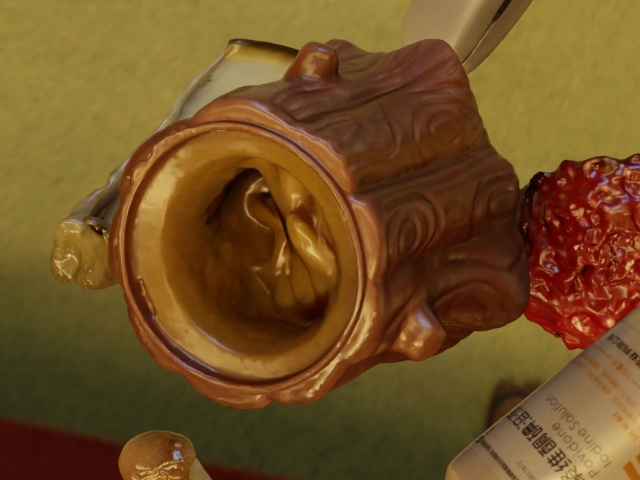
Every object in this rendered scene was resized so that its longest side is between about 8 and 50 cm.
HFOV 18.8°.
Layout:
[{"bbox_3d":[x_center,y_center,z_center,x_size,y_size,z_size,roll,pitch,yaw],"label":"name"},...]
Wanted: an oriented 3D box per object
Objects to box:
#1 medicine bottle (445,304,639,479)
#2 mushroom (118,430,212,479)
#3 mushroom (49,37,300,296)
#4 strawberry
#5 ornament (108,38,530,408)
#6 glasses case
[{"bbox_3d":[0.130,0.149,1.085,0.252,0.114,0.114,-39,97,-1],"label":"medicine bottle"},{"bbox_3d":[-0.126,0.276,2.003,0.084,0.071,0.209,-18,130,24],"label":"mushroom"},{"bbox_3d":[-0.063,-0.012,1.659,0.217,0.292,0.212,22,131,25],"label":"mushroom"},{"bbox_3d":[0.237,0.028,1.328,0.237,0.111,0.190,0,151,12],"label":"strawberry"},{"bbox_3d":[0.000,0.000,1.170,0.221,0.217,0.235,42,113,13],"label":"ornament"},{"bbox_3d":[0.144,-0.230,1.496,0.059,0.092,0.233,27,100,-33],"label":"glasses case"}]
